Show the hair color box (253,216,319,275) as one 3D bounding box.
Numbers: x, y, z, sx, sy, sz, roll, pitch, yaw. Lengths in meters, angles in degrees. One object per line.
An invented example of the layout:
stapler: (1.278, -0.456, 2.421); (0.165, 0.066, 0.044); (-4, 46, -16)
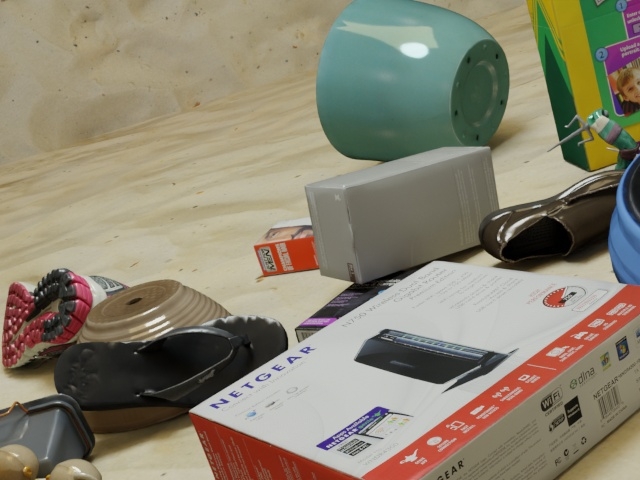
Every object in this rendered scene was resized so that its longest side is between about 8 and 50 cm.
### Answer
hair color box: (0.000, 0.000, 1.522); (0.167, 0.053, 0.093); (-10, 19, 27)

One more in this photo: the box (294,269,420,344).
box: (0.062, 0.079, 1.258); (0.116, 0.029, 0.162); (-3, 20, 39)

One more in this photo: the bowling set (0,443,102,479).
bowling set: (-0.236, 0.227, 0.887); (0.287, 0.154, 0.200); (-3, 23, 39)

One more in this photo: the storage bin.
storage bin: (-0.310, 0.224, 1.089); (0.135, 0.098, 0.091); (-16, 28, 4)

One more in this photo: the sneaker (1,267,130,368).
sneaker: (-0.351, 0.114, 1.444); (0.112, 0.121, 0.299); (9, -13, -36)

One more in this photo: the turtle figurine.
turtle figurine: (0.413, -0.095, 1.319); (0.234, 0.118, 0.175); (-14, -24, 35)

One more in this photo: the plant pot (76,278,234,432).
plant pot: (-0.204, 0.120, 1.262); (0.237, 0.110, 0.237); (-16, 18, 6)

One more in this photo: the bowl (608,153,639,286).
bowl: (0.471, -0.032, 1.005); (0.390, 0.077, 0.391); (-12, 28, 6)

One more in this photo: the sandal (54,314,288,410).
sandal: (-0.156, 0.135, 1.140); (0.254, 0.097, 0.054); (-10, -24, -8)

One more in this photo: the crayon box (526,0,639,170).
crayon box: (0.501, -0.310, 1.541); (0.362, 0.313, 0.106); (-19, 17, -5)

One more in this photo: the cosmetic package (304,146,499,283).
cosmetic package: (0.108, -0.037, 1.351); (0.237, 0.127, 0.107); (-14, 12, -28)

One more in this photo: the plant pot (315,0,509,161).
plant pot: (0.175, -0.263, 1.798); (0.235, 0.293, 0.293); (15, 34, 38)

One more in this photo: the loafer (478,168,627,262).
loafer: (0.300, -0.015, 1.257); (0.220, 0.080, 0.078); (-20, 26, 9)

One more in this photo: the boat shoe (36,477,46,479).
boat shoe: (-0.315, 0.274, 0.992); (0.170, 0.063, 0.059); (-22, 8, -24)

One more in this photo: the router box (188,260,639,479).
router box: (0.099, 0.136, 0.957); (0.335, 0.082, 0.301); (-29, 21, -32)
